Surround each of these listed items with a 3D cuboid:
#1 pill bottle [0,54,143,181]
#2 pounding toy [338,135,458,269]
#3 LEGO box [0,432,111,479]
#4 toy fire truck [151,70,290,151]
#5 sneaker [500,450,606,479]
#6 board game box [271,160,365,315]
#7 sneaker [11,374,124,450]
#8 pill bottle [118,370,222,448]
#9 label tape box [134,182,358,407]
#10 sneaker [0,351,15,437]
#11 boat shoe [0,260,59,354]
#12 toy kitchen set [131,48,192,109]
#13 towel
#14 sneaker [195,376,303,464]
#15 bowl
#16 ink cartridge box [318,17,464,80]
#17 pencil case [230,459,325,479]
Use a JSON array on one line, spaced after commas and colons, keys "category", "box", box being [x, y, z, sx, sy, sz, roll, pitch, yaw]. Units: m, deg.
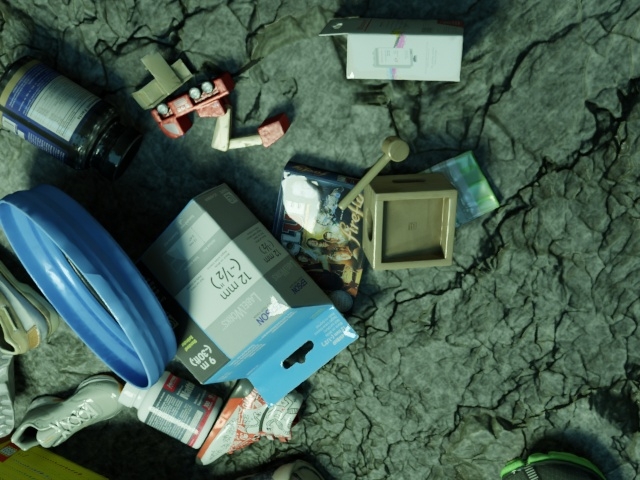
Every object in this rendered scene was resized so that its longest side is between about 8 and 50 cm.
[{"category": "pill bottle", "box": [-0.405, -0.190, 1.195, 0.219, 0.123, 0.123, 32, 117, -6]}, {"category": "pounding toy", "box": [0.109, -0.067, 1.139, 0.181, 0.094, 0.206, -4, 114, -8]}, {"category": "LEGO box", "box": [-0.506, 0.627, 1.462, 0.500, 0.193, 0.372, 5, 121, 41]}, {"category": "toy fire truck", "box": [-0.161, -0.194, 1.190, 0.192, 0.047, 0.135, -21, 112, 20]}, {"category": "sneaker", "box": [0.487, 0.584, 1.370, 0.185, 0.202, 0.482, -26, 109, 20]}, {"category": "board game box", "box": [0.000, 0.000, 1.259, 0.165, 0.042, 0.243, 13, 118, 4]}, {"category": "sneaker", "box": [-0.502, 0.360, 1.487, 0.262, 0.121, 0.099, -24, 110, 20]}, {"category": "pill bottle", "box": [-0.291, 0.315, 1.433, 0.180, 0.108, 0.108, 28, 118, -4]}, {"category": "label tape box", "box": [-0.145, 0.116, 1.257, 0.347, 0.115, 0.249, 49, 119, 3]}, {"category": "sneaker", "box": [-0.662, 0.245, 1.471, 0.105, 0.115, 0.281, 0, 101, -23]}, {"category": "boat shoe", "box": [-0.632, 0.093, 1.366, 0.302, 0.103, 0.113, 34, 129, 6]}, {"category": "toy kitchen set", "box": [-0.265, -0.263, 1.185, 0.083, 0.075, 0.068, -42, 110, -16]}, {"category": "towel", "box": [0.199, -0.067, 1.201, 0.152, 0.023, 0.113, -26, 110, 21]}, {"category": "sneaker", "box": [-0.135, 0.371, 1.442, 0.145, 0.090, 0.270, 28, 117, -4]}, {"category": "bowl", "box": [-0.383, 0.076, 1.231, 0.391, 0.077, 0.391, 36, 150, 25]}, {"category": "ink cartridge box", "box": [0.103, -0.276, 1.063, 0.198, 0.115, 0.067, 4, 117, 9]}, {"category": "pencil case", "box": [-0.171, 0.583, 1.513, 0.410, 0.160, 0.183, -24, 94, 20]}]
